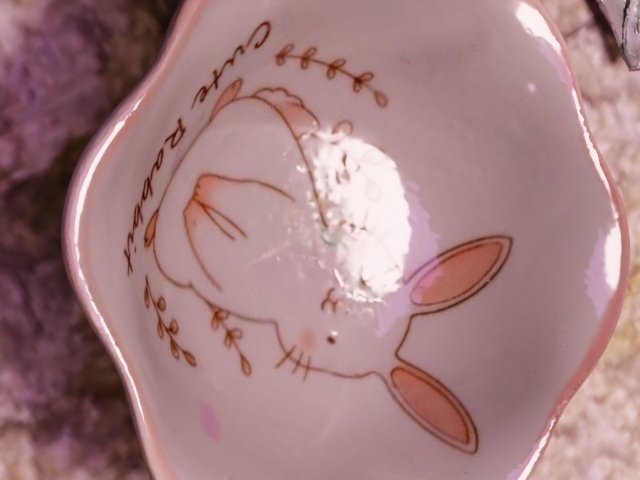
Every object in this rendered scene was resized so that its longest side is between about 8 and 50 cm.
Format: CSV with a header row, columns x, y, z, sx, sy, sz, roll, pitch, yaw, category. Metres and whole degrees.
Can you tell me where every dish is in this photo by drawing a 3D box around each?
x,y,z,sx,sy,sz,roll,pitch,yaw,category
0.000,0.000,0.695,0.229,0.081,0.229,-1,91,-29,dish

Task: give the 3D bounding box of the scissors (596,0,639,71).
x,y,z,sx,sy,sz,roll,pitch,yaw,category
0.110,-0.162,0.777,0.133,0.020,0.187,-33,102,-26,scissors
